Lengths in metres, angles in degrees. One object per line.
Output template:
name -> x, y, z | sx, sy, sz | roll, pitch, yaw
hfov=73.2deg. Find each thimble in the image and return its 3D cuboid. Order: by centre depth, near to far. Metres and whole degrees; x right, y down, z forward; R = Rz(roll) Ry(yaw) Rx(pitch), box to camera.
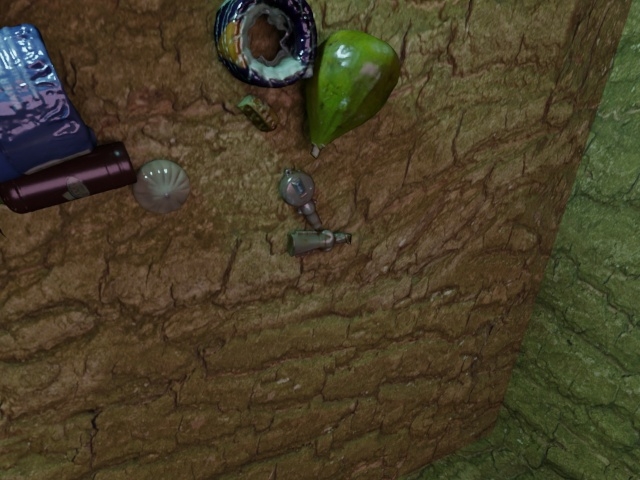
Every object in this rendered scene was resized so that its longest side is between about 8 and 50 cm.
thimble -> -0.123, -0.470, 1.015 | 0.237, 0.150, 0.237 | -14, 118, -27

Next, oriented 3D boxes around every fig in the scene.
fig -> 0.047, -0.390, 1.111 | 0.314, 0.233, 0.233 | -42, 127, -2

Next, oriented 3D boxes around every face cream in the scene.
face cream -> -0.574, -0.247, 0.788 | 0.225, 0.249, 0.249 | -27, 124, -22

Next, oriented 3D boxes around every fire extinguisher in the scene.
fire extinguisher -> -0.580, -0.108, 0.928 | 0.344, 0.102, 0.138 | -22, 94, -22

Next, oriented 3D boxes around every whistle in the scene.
whistle -> -0.051, -0.120, 1.281 | 0.107, 0.057, 0.220 | -36, 128, -12

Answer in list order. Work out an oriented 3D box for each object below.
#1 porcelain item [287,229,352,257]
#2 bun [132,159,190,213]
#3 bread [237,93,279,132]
porcelain item -> 0.000, 0.000, 1.369 | 0.213, 0.054, 0.084 | -8, 119, -27
bun -> -0.386, -0.124, 1.056 | 0.138, 0.094, 0.138 | -12, 120, -22
bread -> -0.154, -0.328, 1.118 | 0.066, 0.060, 0.110 | -39, 127, 10
